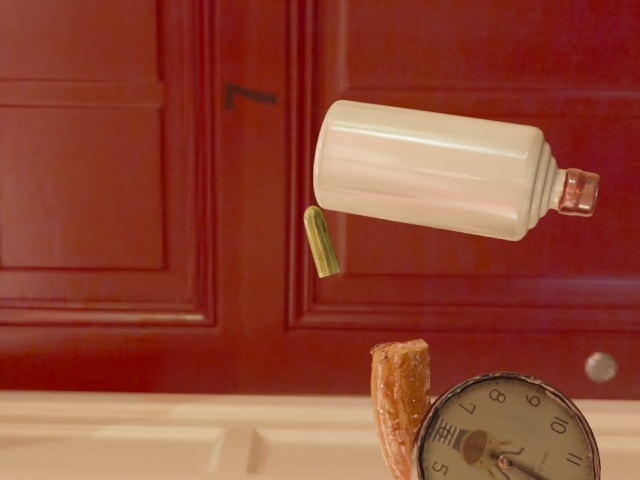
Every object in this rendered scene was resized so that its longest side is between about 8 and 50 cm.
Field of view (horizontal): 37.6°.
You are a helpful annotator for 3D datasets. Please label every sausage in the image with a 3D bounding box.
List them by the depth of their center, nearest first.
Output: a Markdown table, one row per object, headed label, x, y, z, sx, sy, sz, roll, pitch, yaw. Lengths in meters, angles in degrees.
| label | x | y | z | sx | sy | sz | roll | pitch | yaw |
| --- | --- | --- | --- | --- | --- | --- | --- | --- | --- |
| sausage | 0.142 | 0.292 | 1.495 | 0.109 | 0.109 | 0.270 | -85 | -17 | -81 |

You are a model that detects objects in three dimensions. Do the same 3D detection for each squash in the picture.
| label | x | y | z | sx | sy | sz | roll | pitch | yaw |
| --- | --- | --- | --- | --- | --- | --- | --- | --- | --- |
| squash | 0.000 | 0.000 | 1.090 | 0.027 | 0.028 | 0.083 | 64 | -170 | -89 |

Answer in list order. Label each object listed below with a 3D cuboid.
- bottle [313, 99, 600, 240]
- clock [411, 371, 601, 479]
| label | x | y | z | sx | sy | sz | roll | pitch | yaw |
| --- | --- | --- | --- | --- | --- | --- | --- | --- | --- |
| bottle | 0.123 | -0.059 | 0.838 | 0.104 | 0.245 | 0.104 | 10 | -90 | -77 |
| clock | 0.180 | 0.217 | 0.914 | 0.040 | 0.185 | 0.184 | 78 | -167 | -73 |
